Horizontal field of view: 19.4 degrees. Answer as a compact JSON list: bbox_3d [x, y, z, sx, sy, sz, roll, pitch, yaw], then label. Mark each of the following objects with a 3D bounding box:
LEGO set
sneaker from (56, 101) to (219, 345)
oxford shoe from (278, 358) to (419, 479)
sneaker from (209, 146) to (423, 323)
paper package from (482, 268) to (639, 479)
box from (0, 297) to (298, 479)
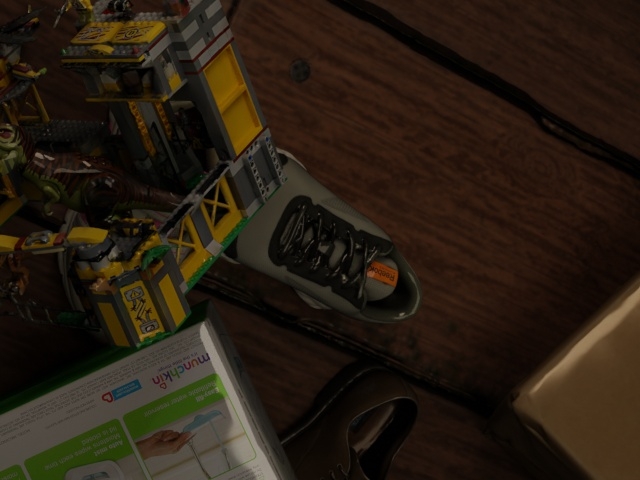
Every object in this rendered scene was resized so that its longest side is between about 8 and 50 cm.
[{"bbox_3d":[-0.197,-0.071,1.313,0.255,0.331,0.192,-43,127,-34],"label":"LEGO set"},{"bbox_3d":[-0.134,-0.033,1.487,0.103,0.111,0.252,10,96,-28],"label":"sneaker"},{"bbox_3d":[0.001,0.206,1.618,0.083,0.096,0.227,40,84,-30],"label":"oxford shoe"},{"bbox_3d":[0.000,0.000,1.510,0.271,0.108,0.100,31,84,-57],"label":"sneaker"},{"bbox_3d":[0.372,0.159,1.680,0.325,0.168,0.309,-42,79,-14],"label":"paper package"},{"bbox_3d":[-0.154,0.207,1.446,0.262,0.127,0.231,-26,97,2],"label":"box"}]
